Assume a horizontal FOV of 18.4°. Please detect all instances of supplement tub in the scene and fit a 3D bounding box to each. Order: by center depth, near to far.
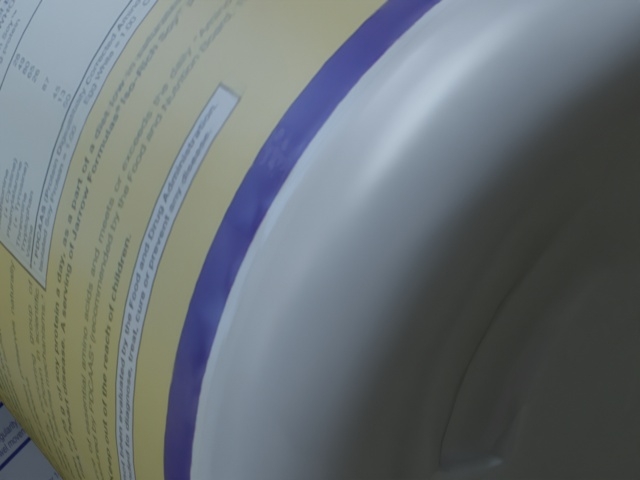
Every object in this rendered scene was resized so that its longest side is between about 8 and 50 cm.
[{"bbox_3d":[0.019,-0.008,0.563,0.241,0.331,0.241,-11,-65,-25],"label":"supplement tub"}]

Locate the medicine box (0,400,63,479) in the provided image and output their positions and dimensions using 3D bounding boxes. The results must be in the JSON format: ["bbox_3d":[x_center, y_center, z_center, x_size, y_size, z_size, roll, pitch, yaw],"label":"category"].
[{"bbox_3d":[-0.211,0.184,1.299,0.149,0.263,0.289,-10,-64,40],"label":"medicine box"}]
